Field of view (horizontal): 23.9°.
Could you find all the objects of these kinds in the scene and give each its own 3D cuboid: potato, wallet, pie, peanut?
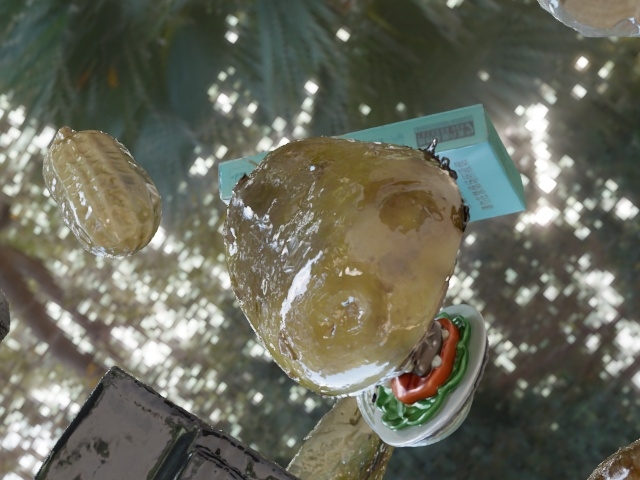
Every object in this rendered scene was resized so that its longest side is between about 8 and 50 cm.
[{"bbox_3d":[0.000,0.000,0.864,0.081,0.164,0.200,25,-178,-27],"label":"potato"},{"bbox_3d":[-0.147,0.278,1.350,0.323,0.247,0.041,26,167,35],"label":"wallet"},{"bbox_3d":[0.011,0.285,1.719,0.075,0.337,0.337,30,-155,17],"label":"pie"},{"bbox_3d":[-0.196,-0.045,1.357,0.093,0.083,0.194,37,-173,-34],"label":"peanut"}]

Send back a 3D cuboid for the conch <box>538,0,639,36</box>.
[{"bbox_3d":[0.117,-0.233,0.744,0.263,0.186,0.324,47,-142,-19],"label":"conch"}]

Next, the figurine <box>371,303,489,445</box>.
[{"bbox_3d":[0.035,0.073,1.174,0.153,0.132,0.132,35,-153,-23],"label":"figurine"}]

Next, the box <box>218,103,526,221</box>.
[{"bbox_3d":[0.048,-0.044,1.291,0.162,0.229,0.041,48,-146,-63],"label":"box"}]

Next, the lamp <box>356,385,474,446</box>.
[{"bbox_3d":[0.086,0.138,1.409,0.106,0.106,0.193,40,177,5],"label":"lamp"}]

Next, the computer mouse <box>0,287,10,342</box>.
[{"bbox_3d":[-0.347,0.088,1.433,0.079,0.047,0.135,18,-117,15],"label":"computer mouse"}]

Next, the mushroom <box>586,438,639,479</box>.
[{"bbox_3d":[0.416,0.245,1.563,0.278,0.297,0.163,56,-169,-48],"label":"mushroom"}]
